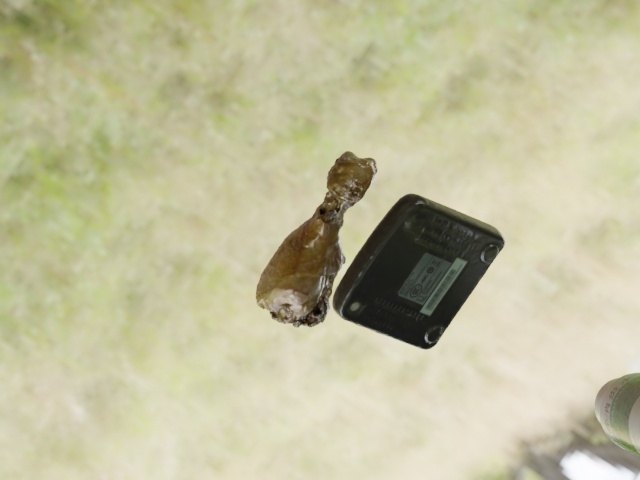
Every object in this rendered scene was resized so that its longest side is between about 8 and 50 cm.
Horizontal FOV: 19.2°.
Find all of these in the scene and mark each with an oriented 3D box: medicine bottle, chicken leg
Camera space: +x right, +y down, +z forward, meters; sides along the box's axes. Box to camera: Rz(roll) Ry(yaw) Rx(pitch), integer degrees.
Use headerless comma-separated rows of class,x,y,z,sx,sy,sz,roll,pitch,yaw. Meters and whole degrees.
medicine bottle,0.374,0.199,2.105,0.095,0.095,0.260,-56,-174,-3
chicken leg,-0.003,0.000,2.137,0.107,0.087,0.251,-91,-158,-53

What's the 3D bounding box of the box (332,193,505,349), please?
box,0.082,0.027,1.593,0.125,0.027,0.126,20,111,-39
